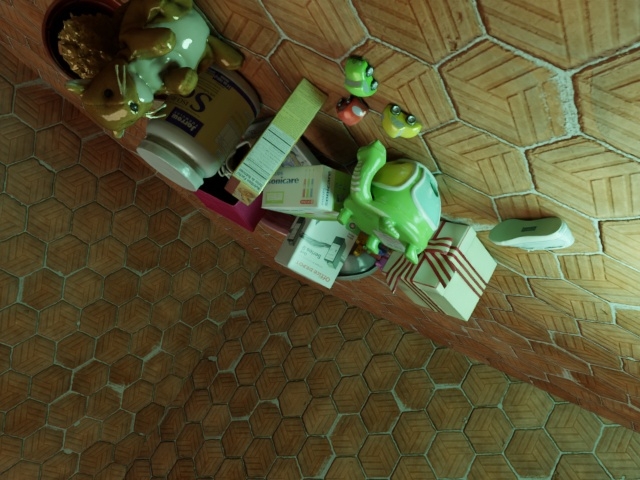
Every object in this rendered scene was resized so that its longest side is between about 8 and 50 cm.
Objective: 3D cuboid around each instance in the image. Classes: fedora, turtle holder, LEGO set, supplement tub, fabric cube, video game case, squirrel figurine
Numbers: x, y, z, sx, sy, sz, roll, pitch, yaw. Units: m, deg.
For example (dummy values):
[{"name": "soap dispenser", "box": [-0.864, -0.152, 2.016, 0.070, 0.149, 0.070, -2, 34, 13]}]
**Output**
[{"name": "fedora", "box": [0.136, 0.063, 2.205, 0.275, 0.244, 0.124, -102, -5, -71]}, {"name": "turtle holder", "box": [0.179, -0.110, 1.378, 0.320, 0.227, 0.243, 36, 167, -15]}, {"name": "LEGO set", "box": [0.168, 0.037, 1.950, 0.227, 0.093, 0.087, 30, 152, 3]}, {"name": "supplement tub", "box": [-0.359, -0.338, 1.531, 0.241, 0.331, 0.241, 30, 166, 8]}, {"name": "fabric cube", "box": [-0.330, -0.228, 2.023, 0.259, 0.254, 0.258, 27, 165, 18]}, {"name": "video game case", "box": [-0.112, -0.275, 1.748, 0.329, 0.036, 0.300, 48, 161, -27]}, {"name": "squirrel figurine", "box": [-0.475, -0.448, 1.316, 0.397, 0.370, 0.281, 24, 164, 31]}]

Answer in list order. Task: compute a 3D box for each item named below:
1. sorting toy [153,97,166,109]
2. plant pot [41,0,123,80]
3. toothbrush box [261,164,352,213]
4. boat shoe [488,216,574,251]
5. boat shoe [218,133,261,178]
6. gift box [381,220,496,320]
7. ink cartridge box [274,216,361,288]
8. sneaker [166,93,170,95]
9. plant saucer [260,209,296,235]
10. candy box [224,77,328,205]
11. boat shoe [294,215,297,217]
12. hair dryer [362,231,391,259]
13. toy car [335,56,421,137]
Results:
[{"name": "sorting toy", "box": [-0.590, -0.510, 2.077, 0.193, 0.038, 0.208, 20, 166, 42]}, {"name": "plant pot", "box": [-0.702, -0.596, 1.584, 0.272, 0.272, 0.265, 40, 172, -30]}, {"name": "toothbrush box", "box": [0.001, -0.130, 1.506, 0.206, 0.122, 0.283, 3, 175, 36]}, {"name": "boat shoe", "box": [0.525, -0.005, 1.300, 0.081, 0.079, 0.227, 42, 161, -20]}, {"name": "boat shoe", "box": [-0.273, -0.258, 1.698, 0.367, 0.157, 0.135, -6, 98, 58]}, {"name": "gift box", "box": [0.365, 0.094, 1.614, 0.255, 0.276, 0.258, 8, 152, 48]}, {"name": "ink cartridge box", "box": [0.000, 0.000, 1.871, 0.211, 0.289, 0.122, 30, 175, -31]}, {"name": "sneaker", "box": [-0.558, -0.554, 1.776, 0.075, 0.063, 0.170, 7, 158, 47]}, {"name": "plant saucer", "box": [-0.104, -0.069, 2.258, 0.332, 0.084, 0.332, 22, -172, -3]}, {"name": "candy box", "box": [-0.119, -0.251, 1.346, 0.088, 0.316, 0.183, 35, 167, -10]}, {"name": "boat shoe", "box": [-0.074, -0.133, 2.184, 0.080, 0.073, 0.223, 18, -173, -4]}, {"name": "hair dryer", "box": [0.247, 0.027, 2.024, 0.224, 0.080, 0.293, 29, 166, 11]}, {"name": "toy car", "box": [0.101, -0.319, 1.179, 0.239, 0.053, 0.225, 23, 164, 31]}]
